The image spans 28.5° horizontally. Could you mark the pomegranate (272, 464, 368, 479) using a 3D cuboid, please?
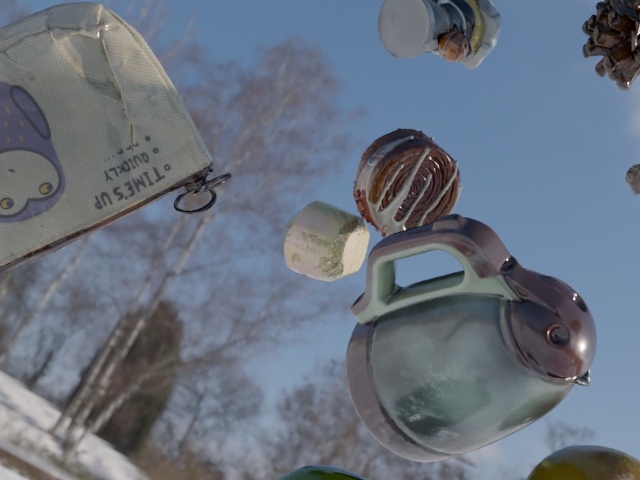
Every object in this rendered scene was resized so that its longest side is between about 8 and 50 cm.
[{"bbox_3d":[-0.015,0.418,1.494,0.310,0.358,0.216,61,-34,27],"label":"pomegranate"}]

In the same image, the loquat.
[{"bbox_3d":[0.370,0.377,1.625,0.246,0.213,0.213,30,-12,41],"label":"loquat"}]

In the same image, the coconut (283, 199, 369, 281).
[{"bbox_3d":[0.000,0.000,1.894,0.122,0.116,0.116,18,-20,25],"label":"coconut"}]

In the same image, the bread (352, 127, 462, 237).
[{"bbox_3d":[0.125,-0.078,1.832,0.160,0.160,0.073,41,3,-37],"label":"bread"}]

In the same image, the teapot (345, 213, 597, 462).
[{"bbox_3d":[0.188,0.111,1.624,0.315,0.233,0.312,48,-41,-10],"label":"teapot"}]

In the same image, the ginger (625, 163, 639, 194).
[{"bbox_3d":[0.614,-0.070,2.039,0.122,0.084,0.290,34,1,-44],"label":"ginger"}]

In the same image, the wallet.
[{"bbox_3d":[-0.299,-0.112,1.421,0.068,0.335,0.275,-87,153,-76],"label":"wallet"}]

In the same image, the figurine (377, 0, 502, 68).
[{"bbox_3d":[0.231,-0.383,2.276,0.236,0.133,0.176,-12,49,-48],"label":"figurine"}]

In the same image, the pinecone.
[{"bbox_3d":[0.546,-0.351,2.229,0.179,0.150,0.195,49,3,-31],"label":"pinecone"}]
